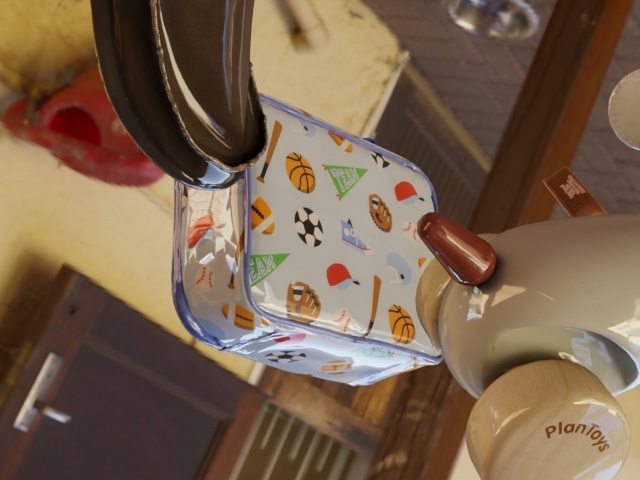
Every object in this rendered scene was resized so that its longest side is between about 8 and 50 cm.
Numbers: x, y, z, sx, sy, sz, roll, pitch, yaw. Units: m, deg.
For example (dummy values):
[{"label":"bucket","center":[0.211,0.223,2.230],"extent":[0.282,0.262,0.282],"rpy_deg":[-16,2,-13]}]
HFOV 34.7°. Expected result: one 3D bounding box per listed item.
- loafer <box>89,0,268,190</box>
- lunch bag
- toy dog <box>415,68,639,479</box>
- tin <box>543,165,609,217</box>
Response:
[{"label":"loafer","center":[-0.066,-0.125,0.498],"extent":[0.078,0.080,0.220],"rpy_deg":[-1,119,32]},{"label":"lunch bag","center":[0.000,0.000,0.963],"extent":[0.115,0.243,0.303],"rpy_deg":[-22,151,36]},{"label":"toy dog","center":[0.180,-0.012,0.556],"extent":[0.220,0.333,0.161],"rpy_deg":[32,161,52]},{"label":"tin","center":[0.305,-0.020,1.141],"extent":[0.106,0.040,0.190],"rpy_deg":[50,-169,-21]}]
